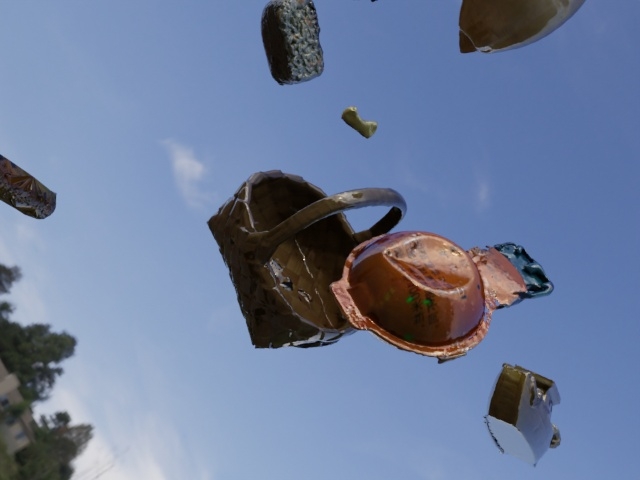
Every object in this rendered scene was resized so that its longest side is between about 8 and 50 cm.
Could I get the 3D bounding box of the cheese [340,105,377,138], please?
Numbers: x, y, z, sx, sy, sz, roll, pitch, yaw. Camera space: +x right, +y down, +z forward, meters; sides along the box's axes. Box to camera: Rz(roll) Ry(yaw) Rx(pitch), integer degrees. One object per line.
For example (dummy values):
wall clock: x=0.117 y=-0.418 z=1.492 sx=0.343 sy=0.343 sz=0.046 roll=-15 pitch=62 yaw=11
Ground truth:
cheese: x=0.082 y=-0.246 z=1.496 sx=0.083 sy=0.030 sz=0.044 roll=36 pitch=-68 yaw=-25

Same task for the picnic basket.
picnic basket: x=0.000 y=0.000 z=1.252 sx=0.337 sy=0.293 sz=0.337 roll=2 pitch=-87 yaw=43

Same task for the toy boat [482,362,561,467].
toy boat: x=0.320 y=0.263 z=1.122 sx=0.089 sy=0.121 sz=0.321 roll=22 pitch=-19 yaw=32

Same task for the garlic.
garlic: x=0.333 y=-0.433 z=1.106 sx=0.151 sy=0.338 sz=0.196 roll=42 pitch=-22 yaw=-17

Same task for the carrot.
carrot: x=-0.468 y=-0.094 z=1.047 sx=0.069 sy=0.069 sz=0.228 roll=36 pitch=-7 yaw=29

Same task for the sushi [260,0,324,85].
sushi: x=-0.072 y=-0.516 z=1.849 sx=0.126 sy=0.136 sz=0.225 roll=1 pitch=-72 yaw=51

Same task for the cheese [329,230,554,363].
cheese: x=0.169 y=0.061 z=0.971 sx=0.217 sy=0.329 sz=0.129 roll=59 pitch=-35 yaw=35
